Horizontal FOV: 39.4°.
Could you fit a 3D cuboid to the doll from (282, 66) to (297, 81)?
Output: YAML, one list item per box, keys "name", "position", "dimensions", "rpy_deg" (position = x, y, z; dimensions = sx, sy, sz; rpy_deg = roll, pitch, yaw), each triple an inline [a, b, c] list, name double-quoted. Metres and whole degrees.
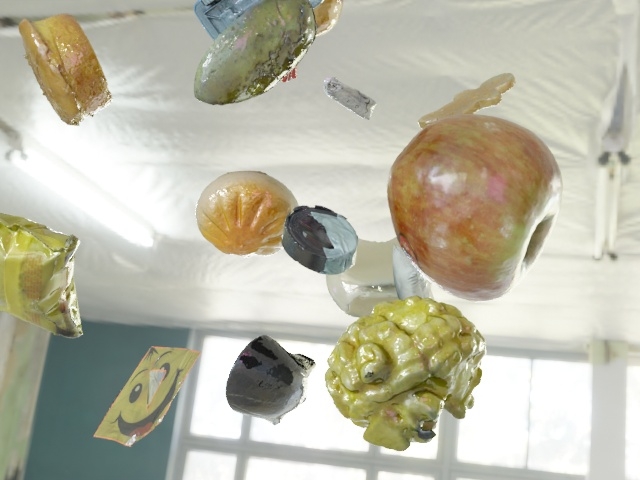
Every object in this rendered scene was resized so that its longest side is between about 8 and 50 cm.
- name: "doll"
  position: [-0.062, -0.399, 1.758]
  dimensions: [0.057, 0.169, 0.109]
  rpy_deg: [6, 14, 8]

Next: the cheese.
- name: "cheese"
  position: [0.145, 0.081, 2.203]
  dimensions: [0.266, 0.233, 0.127]
  rpy_deg: [-1, -45, 2]

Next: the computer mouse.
- name: "computer mouse"
  position: [-0.075, 0.261, 1.590]
  dimensions: [0.088, 0.147, 0.264]
  rpy_deg: [28, -5, 24]

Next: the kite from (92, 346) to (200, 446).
- name: "kite"
  position: [-0.433, 0.371, 2.231]
  dimensions: [0.377, 0.327, 0.013]
  rpy_deg: [-37, -59, 18]

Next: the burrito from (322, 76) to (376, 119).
- name: "burrito"
  position: [0.085, -0.408, 2.554]
  dimensions: [0.203, 0.064, 0.064]
  rpy_deg: [24, -24, -39]

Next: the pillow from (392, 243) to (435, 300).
- name: "pillow"
  position: [0.217, 0.135, 2.029]
  dimensions: [0.078, 0.144, 0.254]
  rpy_deg: [-21, -57, -1]

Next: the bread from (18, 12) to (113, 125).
- name: "bread"
  position: [-0.580, -0.393, 2.041]
  dimensions: [0.145, 0.268, 0.268]
  rpy_deg: [-29, -10, -15]

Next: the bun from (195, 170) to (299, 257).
- name: "bun"
  position: [-0.206, -0.046, 2.474]
  dimensions: [0.299, 0.165, 0.299]
  rpy_deg: [4, -40, 4]

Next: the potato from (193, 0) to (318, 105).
- name: "potato"
  position: [-0.072, -0.236, 1.138]
  dimensions: [0.054, 0.198, 0.119]
  rpy_deg: [37, -32, 32]

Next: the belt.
- name: "belt"
  position: [0.000, 0.000, 1.494]
  dimensions: [0.140, 0.105, 0.058]
  rpy_deg: [35, -37, 23]

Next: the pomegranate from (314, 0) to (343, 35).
- name: "pomegranate"
  position: [-0.048, -0.548, 2.013]
  dimensions: [0.207, 0.207, 0.207]
  rpy_deg: [6, -17, 2]

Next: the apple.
- name: "apple"
  position: [0.236, -0.058, 1.418]
  dimensions: [0.250, 0.277, 0.309]
  rpy_deg: [27, -41, 24]

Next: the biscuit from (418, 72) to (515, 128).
- name: "biscuit"
  position: [0.339, -0.307, 1.987]
  dimensions: [0.153, 0.234, 0.030]
  rpy_deg: [21, -39, 59]

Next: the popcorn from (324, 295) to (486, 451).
- name: "popcorn"
  position: [0.116, 0.176, 1.185]
  dimensions: [0.218, 0.189, 0.169]
  rpy_deg: [-16, 25, 4]

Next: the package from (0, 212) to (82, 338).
- name: "package"
  position: [-0.407, 0.044, 1.249]
  dimensions: [0.168, 0.090, 0.226]
  rpy_deg: [20, -43, 2]

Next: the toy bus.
- name: "toy bus"
  position: [-0.077, -0.409, 1.447]
  dimensions: [0.246, 0.134, 0.113]
  rpy_deg: [-26, -67, 31]
